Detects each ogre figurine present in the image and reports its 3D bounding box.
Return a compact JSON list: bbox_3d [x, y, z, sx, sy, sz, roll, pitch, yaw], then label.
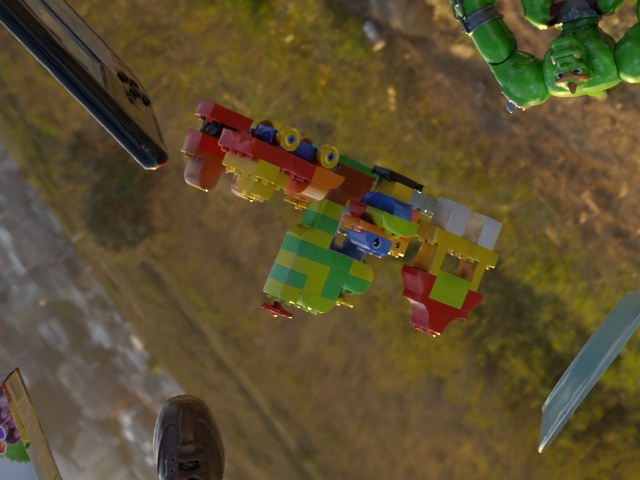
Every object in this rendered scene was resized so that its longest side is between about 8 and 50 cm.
[{"bbox_3d":[0.207,-0.174,1.070,0.097,0.197,0.118,-31,-70,-81],"label":"ogre figurine"}]

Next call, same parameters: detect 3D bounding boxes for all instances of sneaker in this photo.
[{"bbox_3d":[-0.113,0.237,1.219,0.071,0.066,0.188,-142,47,-70],"label":"sneaker"}]

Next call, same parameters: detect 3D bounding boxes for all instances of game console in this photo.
[{"bbox_3d":[-0.334,-0.268,1.608,0.386,0.060,0.342,46,-179,-25],"label":"game console"}]

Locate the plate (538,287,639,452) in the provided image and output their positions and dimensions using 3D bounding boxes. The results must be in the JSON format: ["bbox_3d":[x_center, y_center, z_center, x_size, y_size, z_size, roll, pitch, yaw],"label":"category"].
[{"bbox_3d":[0.235,0.100,1.142,0.024,0.188,0.188,37,154,14],"label":"plate"}]

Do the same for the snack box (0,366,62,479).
[{"bbox_3d":[-0.329,0.244,1.234,0.070,0.174,0.207,-85,-24,-78],"label":"snack box"}]

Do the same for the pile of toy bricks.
[{"bbox_3d":[0.000,0.000,0.809,0.212,0.105,0.118,22,180,-41],"label":"pile of toy bricks"}]
